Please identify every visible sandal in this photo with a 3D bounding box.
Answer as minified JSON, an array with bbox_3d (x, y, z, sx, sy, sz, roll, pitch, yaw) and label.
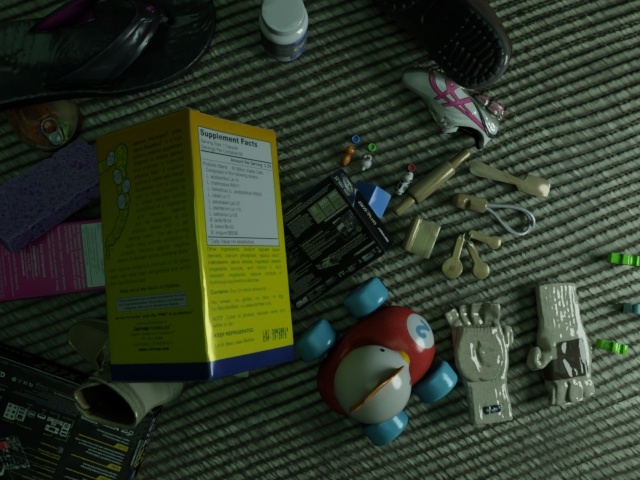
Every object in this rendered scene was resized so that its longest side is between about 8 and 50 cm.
[{"bbox_3d":[-0.370,-0.303,1.025,0.445,0.107,0.168,-20,87,-13],"label":"sandal"}]

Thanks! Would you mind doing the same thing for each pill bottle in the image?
[{"bbox_3d":[-0.058,-0.341,1.045,0.078,0.137,0.078,0,89,-2],"label":"pill bottle"}]

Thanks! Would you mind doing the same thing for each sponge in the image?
[{"bbox_3d":[-0.419,-0.074,1.010,0.117,0.031,0.210,30,55,28],"label":"sponge"}]

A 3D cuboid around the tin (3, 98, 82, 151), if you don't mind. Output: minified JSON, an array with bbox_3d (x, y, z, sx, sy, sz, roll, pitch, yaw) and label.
[{"bbox_3d":[-0.467,-0.234,1.079,0.106,0.040,0.190,-30,90,1],"label":"tin"}]

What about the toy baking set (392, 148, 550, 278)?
[{"bbox_3d":[0.252,-0.050,1.110,0.256,0.030,0.197,-44,94,-2],"label":"toy baking set"}]

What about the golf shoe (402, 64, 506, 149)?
[{"bbox_3d":[0.212,-0.222,1.089,0.186,0.067,0.086,28,90,-2],"label":"golf shoe"}]

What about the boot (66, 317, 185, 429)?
[{"bbox_3d":[-0.329,0.198,1.002,0.213,0.165,0.077,30,103,9],"label":"boot"}]

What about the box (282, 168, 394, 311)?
[{"bbox_3d":[0.000,0.000,1.042,0.180,0.077,0.147,-37,91,21],"label":"box"}]

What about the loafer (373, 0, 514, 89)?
[{"bbox_3d":[0.183,-0.397,1.080,0.134,0.130,0.366,-37,81,32],"label":"loafer"}]

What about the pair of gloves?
[{"bbox_3d":[0.337,0.186,1.099,0.240,0.042,0.204,-13,86,-7],"label":"pair of gloves"}]

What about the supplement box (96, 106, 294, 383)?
[{"bbox_3d":[-0.181,0.014,0.961,0.195,0.194,0.357,-8,84,32],"label":"supplement box"}]

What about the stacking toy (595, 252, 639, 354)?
[{"bbox_3d":[0.578,0.120,1.110,0.221,0.052,0.167,10,87,0],"label":"stacking toy"}]

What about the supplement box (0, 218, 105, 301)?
[{"bbox_3d":[-0.394,0.030,1.039,0.220,0.111,0.114,-5,88,-3],"label":"supplement box"}]

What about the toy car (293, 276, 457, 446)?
[{"bbox_3d":[0.093,0.196,0.992,0.210,0.238,0.219,-39,91,-2],"label":"toy car"}]

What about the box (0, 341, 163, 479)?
[{"bbox_3d":[-0.450,0.330,1.049,0.322,0.079,0.257,20,90,-2],"label":"box"}]

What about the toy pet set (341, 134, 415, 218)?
[{"bbox_3d":[0.087,-0.104,1.083,0.122,0.065,0.114,25,88,-1],"label":"toy pet set"}]

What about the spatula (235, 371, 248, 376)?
[{"bbox_3d":[-0.205,0.109,1.091,0.168,0.019,0.242,-1,89,-1],"label":"spatula"}]
